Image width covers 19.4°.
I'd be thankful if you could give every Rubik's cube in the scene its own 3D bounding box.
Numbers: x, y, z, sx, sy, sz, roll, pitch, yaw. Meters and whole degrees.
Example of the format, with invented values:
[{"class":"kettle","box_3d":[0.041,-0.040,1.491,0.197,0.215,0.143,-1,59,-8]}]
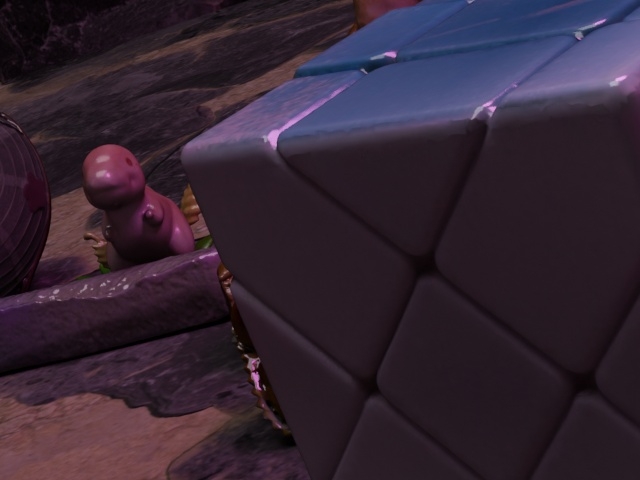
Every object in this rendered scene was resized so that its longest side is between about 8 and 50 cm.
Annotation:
[{"class":"Rubik's cube","box_3d":[0.170,0.010,1.081,0.322,0.319,0.316,-5,23,46]}]

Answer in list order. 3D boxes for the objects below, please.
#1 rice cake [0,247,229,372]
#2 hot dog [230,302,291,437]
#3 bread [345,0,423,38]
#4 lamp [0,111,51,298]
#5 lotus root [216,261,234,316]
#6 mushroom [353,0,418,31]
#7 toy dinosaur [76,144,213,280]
[{"class":"rice cake","box_3d":[-0.247,0.075,1.833,0.399,0.070,0.064,-13,13,22]},{"class":"hot dog","box_3d":[0.055,0.057,1.416,0.270,0.082,0.162,-18,55,18]},{"class":"bread","box_3d":[0.130,-0.208,2.174,0.227,0.142,0.253,-7,18,18]},{"class":"lamp","box_3d":[-0.414,-0.027,2.070,0.233,0.265,0.233,0,-19,0]},{"class":"lotus root","box_3d":[-0.022,0.044,1.643,0.135,0.095,0.159,-30,58,-13]},{"class":"mushroom","box_3d":[0.103,-0.157,1.953,0.206,0.209,0.206,3,33,-2]},{"class":"toy dinosaur","box_3d":[-0.198,-0.019,1.885,0.152,0.177,0.194,-15,15,15]}]
